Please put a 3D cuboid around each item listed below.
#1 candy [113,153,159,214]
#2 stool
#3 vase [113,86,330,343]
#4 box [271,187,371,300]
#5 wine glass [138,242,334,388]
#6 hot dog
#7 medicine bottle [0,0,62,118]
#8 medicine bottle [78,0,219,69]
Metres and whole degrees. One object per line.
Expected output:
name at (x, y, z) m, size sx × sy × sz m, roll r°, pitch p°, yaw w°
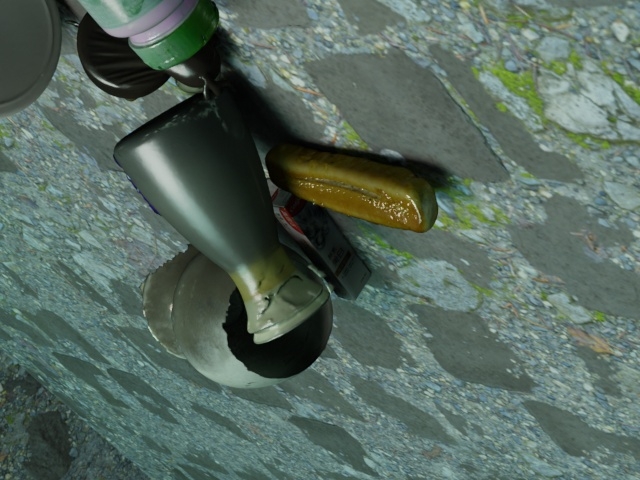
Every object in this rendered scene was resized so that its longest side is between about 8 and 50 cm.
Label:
candy at (-0.213, -0.074, 2.087) m, size 0.275 × 0.070 × 0.145 m, roll 11°, pitch 142°, yaw 52°
stool at (-0.211, -0.232, 1.704) m, size 0.217 × 0.125 × 0.121 m, roll 15°, pitch 171°, yaw 1°
vase at (-0.120, -0.028, 1.786) m, size 0.321 × 0.173 × 0.173 m, roll 60°, pitch 152°, yaw -10°
box at (0.000, 0.000, 1.958) m, size 0.039 × 0.055 × 0.218 m, roll 10°, pitch 148°, yaw 43°
wine glass at (-0.121, 0.101, 2.030) m, size 0.238 × 0.238 × 0.323 m, roll 44°, pitch 165°, yaw -24°
hot dog at (0.038, -0.073, 1.734) m, size 0.286 × 0.061 × 0.088 m, roll 21°, pitch 140°, yaw 39°
medicine bottle at (-0.506, -0.279, 1.849) m, size 0.232 × 0.238 × 0.238 m, roll 8°, pitch 146°, yaw 46°
medicine bottle at (-0.230, -0.319, 1.517) m, size 0.133 × 0.133 × 0.274 m, roll 9°, pitch 147°, yaw 47°
